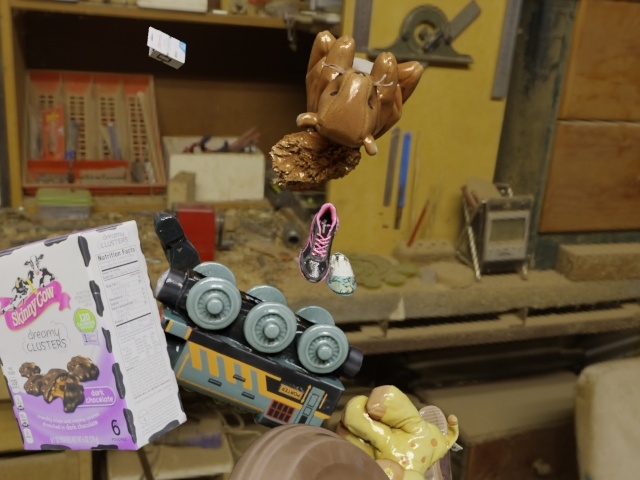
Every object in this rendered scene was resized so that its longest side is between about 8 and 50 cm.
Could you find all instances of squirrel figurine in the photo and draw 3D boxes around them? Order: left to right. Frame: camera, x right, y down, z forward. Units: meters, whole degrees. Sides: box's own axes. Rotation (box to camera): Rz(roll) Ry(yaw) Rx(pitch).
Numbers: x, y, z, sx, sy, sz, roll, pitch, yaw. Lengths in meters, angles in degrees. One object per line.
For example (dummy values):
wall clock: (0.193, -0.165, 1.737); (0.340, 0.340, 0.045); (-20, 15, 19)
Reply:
squirrel figurine: (0.052, -0.271, 1.623); (0.280, 0.397, 0.370); (24, 26, -8)

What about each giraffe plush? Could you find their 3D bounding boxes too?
giraffe plush: (0.117, 0.359, 1.078); (0.210, 0.181, 0.171); (20, 45, 2)

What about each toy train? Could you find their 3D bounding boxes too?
toy train: (-0.104, 0.165, 1.020); (0.333, 0.190, 0.142); (25, 5, -16)

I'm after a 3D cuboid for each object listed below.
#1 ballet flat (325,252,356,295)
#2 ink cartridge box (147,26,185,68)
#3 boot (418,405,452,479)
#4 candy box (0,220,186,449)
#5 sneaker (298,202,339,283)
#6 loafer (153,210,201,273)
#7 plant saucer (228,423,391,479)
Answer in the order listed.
ballet flat: (0.043, 0.068, 1.521); (0.070, 0.070, 0.188); (3, 12, -8)
ink cartridge box: (-0.314, -0.386, 1.374); (0.083, 0.048, 0.028); (19, -30, -39)
boot: (0.251, 0.516, 1.503); (0.090, 0.207, 0.249); (-8, 40, 16)
candy box: (-0.231, 0.093, 0.650); (0.164, 0.196, 0.070); (-11, 5, 32)
sneaker: (0.000, 0.000, 0.957); (0.047, 0.119, 0.057); (13, -25, -3)
loafer: (-0.280, 0.015, 1.345); (0.062, 0.170, 0.061); (-23, 31, -16)
plant saucer: (0.021, 0.272, 0.515); (0.041, 0.278, 0.278); (-26, 6, 25)
